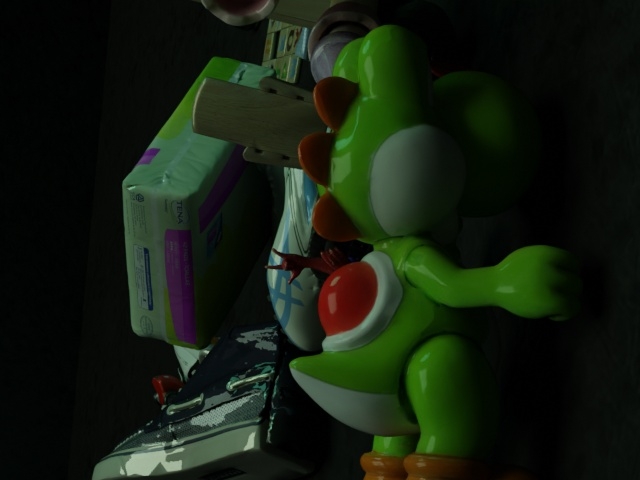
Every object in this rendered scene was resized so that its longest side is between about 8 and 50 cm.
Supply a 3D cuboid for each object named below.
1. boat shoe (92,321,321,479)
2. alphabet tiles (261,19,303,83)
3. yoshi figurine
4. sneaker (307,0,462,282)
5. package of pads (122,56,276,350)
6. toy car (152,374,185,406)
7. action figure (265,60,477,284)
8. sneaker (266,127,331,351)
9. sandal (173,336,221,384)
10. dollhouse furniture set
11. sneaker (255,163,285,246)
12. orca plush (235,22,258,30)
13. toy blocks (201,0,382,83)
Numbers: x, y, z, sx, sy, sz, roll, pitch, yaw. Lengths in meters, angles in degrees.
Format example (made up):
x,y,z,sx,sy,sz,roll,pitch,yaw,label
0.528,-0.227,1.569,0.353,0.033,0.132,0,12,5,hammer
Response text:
x,y,z,sx,sy,sz,roll,pitch,yaw,label
-0.122,0.196,1.578,0.340,0.127,0.158,-19,53,40,boat shoe
-0.039,-0.322,1.890,0.198,0.009,0.237,-169,88,-74,alphabet tiles
0.102,0.023,1.032,0.203,0.203,0.362,3,-100,-67,yoshi figurine
0.048,-0.099,1.317,0.130,0.109,0.286,-95,22,-58,sneaker
-0.129,-0.042,1.634,0.296,0.101,0.229,-63,-21,-50,package of pads
-0.141,0.298,1.753,0.239,0.053,0.225,59,158,28,toy car
0.042,-0.020,1.236,0.091,0.139,0.280,-107,28,-59,action figure
0.000,0.000,1.464,0.086,0.085,0.237,8,96,48,sneaker
-0.127,0.167,1.753,0.265,0.102,0.076,-161,83,-72,sandal
-0.061,-0.240,1.413,0.303,0.198,0.286,-72,-4,-81,dollhouse furniture set
-0.039,-0.078,1.602,0.080,0.094,0.212,-108,31,-55,sneaker
-0.142,-0.443,2.135,0.151,0.102,0.287,135,141,-64,orca plush
-0.008,-0.285,1.062,0.288,0.309,0.260,-46,17,26,toy blocks
